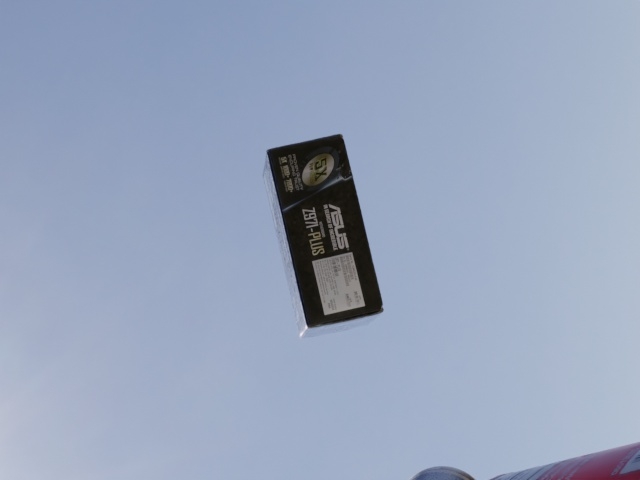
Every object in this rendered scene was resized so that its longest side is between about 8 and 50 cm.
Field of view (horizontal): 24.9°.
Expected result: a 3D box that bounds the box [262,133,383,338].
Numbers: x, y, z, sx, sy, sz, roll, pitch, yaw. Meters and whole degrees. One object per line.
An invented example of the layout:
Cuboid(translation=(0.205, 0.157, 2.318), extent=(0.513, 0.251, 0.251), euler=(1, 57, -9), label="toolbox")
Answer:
Cuboid(translation=(0.000, 0.000, 1.446), extent=(0.147, 0.077, 0.180), euler=(115, 142, -80), label="box")

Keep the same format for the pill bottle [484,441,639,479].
Cuboid(translation=(0.215, 0.273, 1.078), extent=(0.229, 0.408, 0.229), euler=(14, -115, -33), label="pill bottle")

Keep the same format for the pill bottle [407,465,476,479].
Cuboid(translation=(0.071, 0.184, 0.910), extent=(0.120, 0.067, 0.067), euler=(-9, -80, -78), label="pill bottle")
